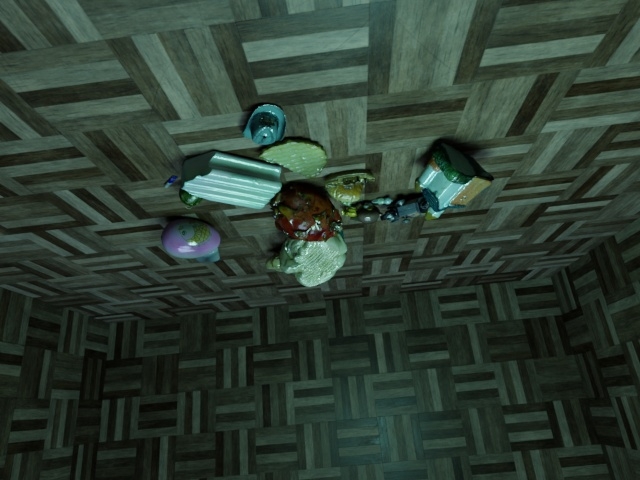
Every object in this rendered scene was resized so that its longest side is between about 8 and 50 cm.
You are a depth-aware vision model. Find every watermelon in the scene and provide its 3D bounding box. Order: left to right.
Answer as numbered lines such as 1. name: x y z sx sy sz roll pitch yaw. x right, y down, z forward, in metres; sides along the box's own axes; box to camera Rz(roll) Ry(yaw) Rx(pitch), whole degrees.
1. watermelon: -0.524 -0.185 1.727 0.109 0.109 0.109 -5 158 -2

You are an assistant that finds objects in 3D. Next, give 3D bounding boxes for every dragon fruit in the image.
1. dragon fruit: -0.067 -0.109 1.835 0.315 0.250 0.250 2 157 -21

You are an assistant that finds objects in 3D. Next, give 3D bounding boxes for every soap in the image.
1. soap: -0.347 -0.232 1.637 0.347 0.115 0.208 8 154 -29

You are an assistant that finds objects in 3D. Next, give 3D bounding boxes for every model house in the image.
1. model house: 0.488 -0.206 1.680 0.253 0.184 0.291 3 133 -41

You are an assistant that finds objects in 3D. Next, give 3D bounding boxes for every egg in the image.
1. egg: -0.620 -0.009 2.037 0.271 0.196 0.196 -4 163 -42

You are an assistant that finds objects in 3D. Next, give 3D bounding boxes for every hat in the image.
1. hat: -0.185 -0.360 1.402 0.138 0.077 0.191 4 157 -17

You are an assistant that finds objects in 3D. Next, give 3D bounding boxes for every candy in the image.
1. candy: -0.643 0.077 2.400 0.138 0.071 0.174 -1 159 -10

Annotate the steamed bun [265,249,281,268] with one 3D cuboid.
1. steamed bun: -0.178 0.116 2.508 0.292 0.137 0.295 -1 171 11

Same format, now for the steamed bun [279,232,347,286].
1. steamed bun: -0.051 0.049 2.224 0.352 0.247 0.339 23 118 -34

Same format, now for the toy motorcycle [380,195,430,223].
1. toy motorcycle: 0.435 -0.149 2.015 0.307 0.108 0.173 -15 -179 31

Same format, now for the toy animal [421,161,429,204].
1. toy animal: 0.469 -0.252 1.808 0.124 0.124 0.212 -17 134 27

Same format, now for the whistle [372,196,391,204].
1. whistle: 0.291 -0.186 2.002 0.100 0.035 0.035 -1 163 28

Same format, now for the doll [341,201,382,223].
1. doll: 0.197 -0.132 2.017 0.188 0.096 0.145 1 -162 -6

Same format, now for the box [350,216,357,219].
1. box: 0.220 -0.116 2.149 0.126 0.031 0.091 11 168 -34

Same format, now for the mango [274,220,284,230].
1. mango: -0.101 -0.111 2.007 0.268 0.111 0.133 -20 135 17

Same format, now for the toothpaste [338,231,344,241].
1. toothpaste: 0.000 0.000 2.366 0.267 0.065 0.050 -12 158 17

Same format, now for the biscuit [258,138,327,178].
1. biscuit: -0.077 -0.317 1.591 0.187 0.036 0.274 -23 151 38

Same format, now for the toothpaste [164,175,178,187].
1. toothpaste: -0.601 -0.237 1.704 0.083 0.015 0.024 -29 156 36

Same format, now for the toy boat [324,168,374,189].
1. toy boat: 0.121 -0.248 1.763 0.206 0.072 0.064 -7 159 5

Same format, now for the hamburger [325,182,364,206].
1. hamburger: 0.114 -0.207 1.830 0.176 0.102 0.087 2 145 -17
